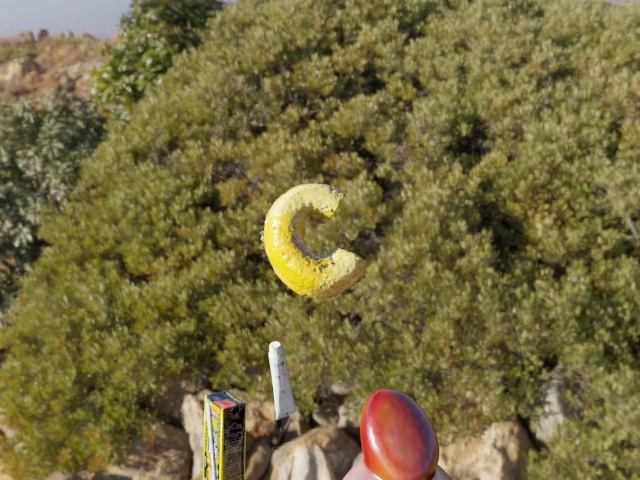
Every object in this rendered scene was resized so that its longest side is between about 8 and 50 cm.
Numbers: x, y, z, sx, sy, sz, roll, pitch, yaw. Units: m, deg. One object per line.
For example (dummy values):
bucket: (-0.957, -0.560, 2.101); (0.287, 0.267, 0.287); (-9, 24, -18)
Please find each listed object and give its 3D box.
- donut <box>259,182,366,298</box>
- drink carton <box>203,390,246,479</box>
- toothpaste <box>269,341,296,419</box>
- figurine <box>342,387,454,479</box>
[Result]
donut: (-0.011, 0.001, 0.915); (0.145, 0.181, 0.078); (-14, -1, -11)
drink carton: (-0.165, 0.348, 1.041); (0.056, 0.166, 0.071); (-4, 9, -37)
toothpaste: (-0.086, 0.310, 1.340); (0.052, 0.218, 0.033); (-19, 35, -21)
figurine: (0.102, 0.385, 0.796); (0.211, 0.262, 0.270); (24, 54, 23)
